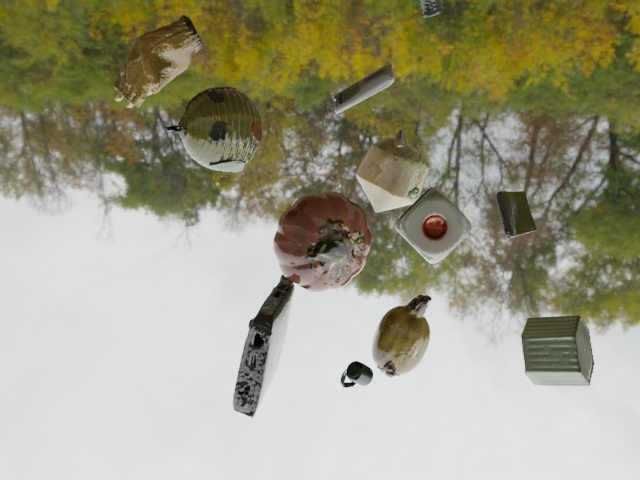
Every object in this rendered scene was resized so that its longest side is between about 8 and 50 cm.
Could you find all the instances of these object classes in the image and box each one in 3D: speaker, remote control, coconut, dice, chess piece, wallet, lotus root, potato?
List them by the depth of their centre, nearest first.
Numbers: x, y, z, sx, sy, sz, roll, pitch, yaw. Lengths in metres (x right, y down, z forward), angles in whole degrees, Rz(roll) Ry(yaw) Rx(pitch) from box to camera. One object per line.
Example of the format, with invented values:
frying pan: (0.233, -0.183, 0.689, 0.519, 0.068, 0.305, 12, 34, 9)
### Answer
wallet: (0.535, -0.075, 1.541, 0.025, 0.125, 0.244, -15, 176, 36)
speaker: (0.101, 0.394, 1.653, 0.094, 0.075, 0.060, -21, -130, 30)
dice: (0.371, -0.048, 1.875, 0.193, 0.194, 0.192, 43, -175, 3)
lotus root: (0.282, 0.311, 1.903, 0.182, 0.310, 0.183, 17, -160, -7)
potato: (0.301, -0.372, 2.123, 0.037, 0.036, 0.093, -32, -147, 39)
chess piece: (0.366, -0.185, 2.197, 0.042, 0.042, 0.093, -1, 172, 0)
coconut: (0.305, -0.265, 2.417, 0.328, 0.329, 0.329, -1, -158, 0)
remote control: (0.184, -0.681, 2.508, 0.312, 0.055, 0.110, -23, -127, 28)

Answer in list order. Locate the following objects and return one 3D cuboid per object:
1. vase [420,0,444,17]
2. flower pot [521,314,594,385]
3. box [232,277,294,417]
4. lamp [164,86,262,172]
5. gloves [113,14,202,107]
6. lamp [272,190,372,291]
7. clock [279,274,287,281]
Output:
vase: (0.340, -0.860, 1.844, 0.115, 0.238, 0.116, -16, -149, 10)
flower pot: (0.819, 0.382, 1.948, 0.189, 0.240, 0.209, -8, 172, 38)
box: (-0.169, 0.327, 1.767, 0.090, 0.360, 0.350, 16, -161, 5)
lamp: (-0.309, -0.325, 1.629, 0.284, 0.251, 0.250, -4, -160, -33)
gloves: (-0.532, -0.575, 1.815, 0.356, 0.155, 0.203, -47, -174, 0)
lamp: (0.000, 0.000, 1.688, 0.305, 0.306, 0.239, -10, -163, -21)
clock: (-0.109, 0.124, 1.971, 0.017, 0.085, 0.085, 40, -141, 23)
